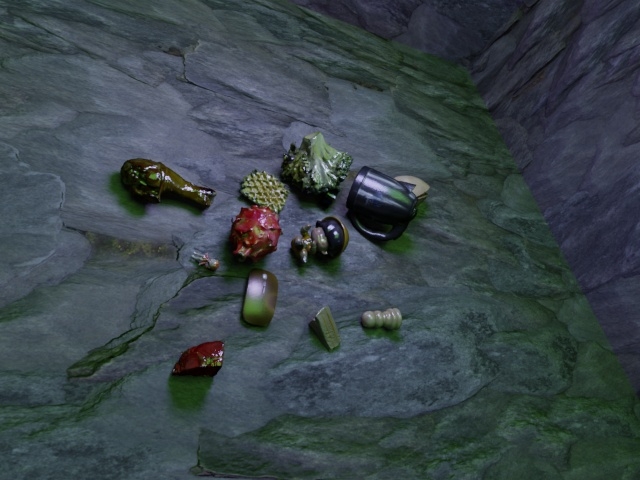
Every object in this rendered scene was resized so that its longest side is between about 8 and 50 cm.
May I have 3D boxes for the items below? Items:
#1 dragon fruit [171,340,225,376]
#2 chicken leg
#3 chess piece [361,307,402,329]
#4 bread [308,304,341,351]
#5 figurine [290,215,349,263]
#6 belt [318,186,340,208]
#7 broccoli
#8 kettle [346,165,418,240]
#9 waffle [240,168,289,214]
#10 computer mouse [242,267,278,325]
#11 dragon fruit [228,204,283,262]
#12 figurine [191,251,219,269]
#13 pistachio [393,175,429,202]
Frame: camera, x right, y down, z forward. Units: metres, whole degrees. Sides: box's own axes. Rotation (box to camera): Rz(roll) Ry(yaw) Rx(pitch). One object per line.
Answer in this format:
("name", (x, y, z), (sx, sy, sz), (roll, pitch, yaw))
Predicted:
("dragon fruit", (-0.397, 0.379, 1.446), (0.161, 0.120, 0.127), (5, 51, -23))
("chicken leg", (-0.598, -0.211, 1.721), (0.361, 0.140, 0.211), (24, 41, -11))
("chess piece", (0.254, 0.337, 1.901), (0.171, 0.094, 0.094), (4, 57, -20))
("bread", (0.032, 0.346, 1.738), (0.077, 0.105, 0.152), (-34, 79, -35))
("figurine", (-0.001, 0.001, 1.926), (0.257, 0.167, 0.192), (-16, 80, -14))
("belt", (0.044, -0.214, 2.140), (0.058, 0.105, 0.140), (37, 37, -3))
("broccoli", (-0.022, -0.367, 2.108), (0.334, 0.324, 0.272), (-29, 103, -22))
("kettle", (0.300, -0.158, 2.133), (0.324, 0.320, 0.228), (24, 10, 11))
("waffle", (-0.252, -0.226, 2.001), (0.223, 0.054, 0.204), (31, 48, -12))
("computer mouse", (-0.232, 0.211, 1.707), (0.126, 0.056, 0.245), (21, 49, -19))
("dragon fruit", (-0.262, -0.016, 1.756), (0.205, 0.210, 0.268), (2, 43, 19))
("figurine", (-0.437, 0.077, 1.683), (0.109, 0.047, 0.064), (26, 56, -2))
("pistachio", (0.451, -0.249, 2.342), (0.318, 0.193, 0.214), (-18, 25, -31))
